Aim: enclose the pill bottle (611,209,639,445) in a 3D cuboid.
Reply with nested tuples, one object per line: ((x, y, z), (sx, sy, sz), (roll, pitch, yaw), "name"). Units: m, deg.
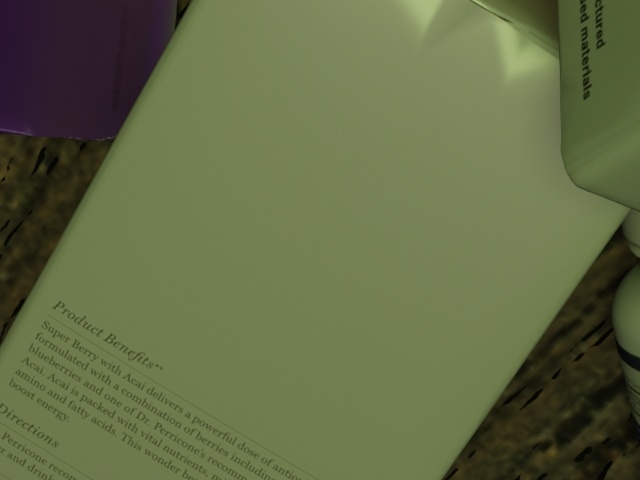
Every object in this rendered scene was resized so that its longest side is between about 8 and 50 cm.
((0.184, 0.052, 0.805), (0.112, 0.112, 0.186), (-10, 109, 14), "pill bottle")

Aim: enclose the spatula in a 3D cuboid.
((-0.210, -0.082, 0.861), (0.296, 0.030, 0.084), (-1, 73, 16), "spatula")

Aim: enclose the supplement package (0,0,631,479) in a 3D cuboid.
((0.000, 0.000, 0.783), (0.177, 0.175, 0.293), (32, 113, -1), "supplement package")

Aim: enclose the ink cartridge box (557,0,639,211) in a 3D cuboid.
((0.242, -0.090, 0.555), (0.211, 0.121, 0.289), (20, 147, -30), "ink cartridge box")
